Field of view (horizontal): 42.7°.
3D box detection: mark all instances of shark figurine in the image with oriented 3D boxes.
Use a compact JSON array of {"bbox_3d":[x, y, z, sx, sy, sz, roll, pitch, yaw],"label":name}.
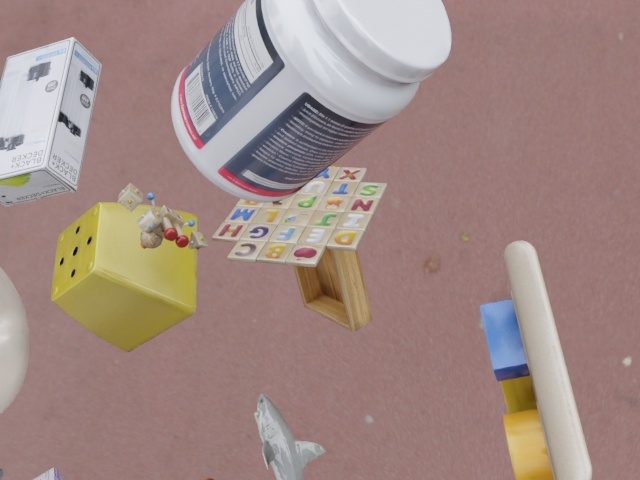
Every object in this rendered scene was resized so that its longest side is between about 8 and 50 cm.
[{"bbox_3d":[-0.040,0.439,1.584,0.116,0.278,0.166,-20,18,-1],"label":"shark figurine"}]

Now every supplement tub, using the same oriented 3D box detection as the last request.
[{"bbox_3d":[-0.017,-0.177,0.861,0.272,0.191,0.191,-34,53,42],"label":"supplement tub"}]

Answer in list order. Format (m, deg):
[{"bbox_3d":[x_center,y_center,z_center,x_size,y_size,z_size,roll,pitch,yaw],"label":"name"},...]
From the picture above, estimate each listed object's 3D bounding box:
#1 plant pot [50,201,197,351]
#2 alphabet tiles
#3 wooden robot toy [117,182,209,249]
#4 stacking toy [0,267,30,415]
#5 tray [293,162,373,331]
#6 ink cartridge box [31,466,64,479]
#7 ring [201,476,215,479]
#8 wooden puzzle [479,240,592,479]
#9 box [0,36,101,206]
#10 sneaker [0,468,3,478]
[{"bbox_3d":[-0.362,0.050,1.478,0.212,0.187,0.212,-30,50,34],"label":"plant pot"},{"bbox_3d":[-0.036,-0.057,1.582,0.285,0.011,0.342,5,36,19],"label":"alphabet tiles"},{"bbox_3d":[-0.260,-0.012,1.291,0.079,0.173,0.076,-40,44,15],"label":"wooden robot toy"},{"bbox_3d":[-0.840,0.217,1.563,0.479,0.350,0.351,-14,62,19],"label":"stacking toy"},{"bbox_3d":[0.000,0.000,1.934,0.076,0.411,0.202,-30,31,-28],"label":"tray"},{"bbox_3d":[-0.516,0.526,1.325,0.395,0.270,0.151,-31,99,-16],"label":"ink cartridge box"},{"bbox_3d":[-0.200,0.651,1.658,0.032,0.337,0.337,-9,63,4],"label":"ring"},{"bbox_3d":[0.275,0.217,1.080,0.080,0.348,0.322,-10,59,8],"label":"wooden puzzle"},{"bbox_3d":[-0.515,-0.218,1.505,0.169,0.087,0.290,-8,61,22],"label":"box"},{"bbox_3d":[-0.412,0.285,0.953,0.089,0.170,0.051,-31,17,-26],"label":"sneaker"}]
